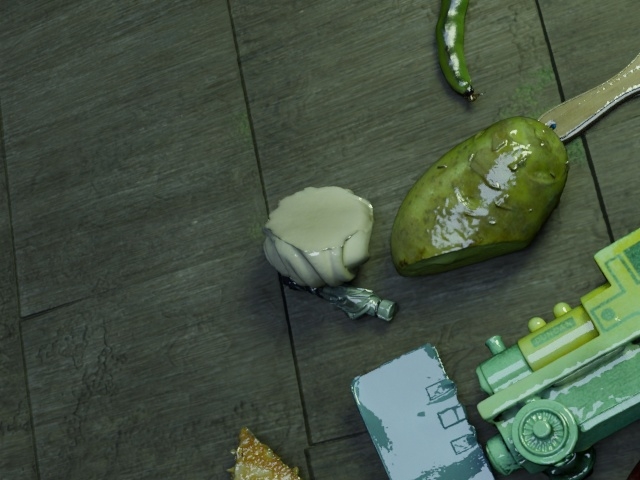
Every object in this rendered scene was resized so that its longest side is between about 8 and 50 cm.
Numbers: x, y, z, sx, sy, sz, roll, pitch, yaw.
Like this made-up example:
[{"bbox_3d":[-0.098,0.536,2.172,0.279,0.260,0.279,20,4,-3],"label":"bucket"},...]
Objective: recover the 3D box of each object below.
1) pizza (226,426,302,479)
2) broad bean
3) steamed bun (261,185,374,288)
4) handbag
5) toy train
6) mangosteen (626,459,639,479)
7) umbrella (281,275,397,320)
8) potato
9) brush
[{"bbox_3d":[-0.081,0.375,1.377,0.188,0.062,0.198,-21,64,3],"label":"pizza"},{"bbox_3d":[0.214,-0.316,1.428,0.069,0.039,0.226,-12,74,25],"label":"broad bean"},{"bbox_3d":[0.000,0.000,1.389,0.183,0.106,0.182,-6,39,5],"label":"steamed bun"},{"bbox_3d":[0.146,0.273,1.312,0.144,0.057,0.221,-26,69,10],"label":"handbag"},{"bbox_3d":[0.357,0.159,1.209,0.369,0.150,0.237,-32,60,12],"label":"toy train"},{"bbox_3d":[0.492,0.327,1.089,0.261,0.235,0.235,-28,63,-28],"label":"mangosteen"},{"bbox_3d":[0.027,0.083,1.409,0.188,0.046,0.050,19,104,22],"label":"umbrella"},{"bbox_3d":[0.223,-0.049,1.312,0.298,0.141,0.176,-43,58,17],"label":"potato"},{"bbox_3d":[0.453,-0.238,1.302,0.327,0.065,0.070,-32,71,14],"label":"brush"}]
